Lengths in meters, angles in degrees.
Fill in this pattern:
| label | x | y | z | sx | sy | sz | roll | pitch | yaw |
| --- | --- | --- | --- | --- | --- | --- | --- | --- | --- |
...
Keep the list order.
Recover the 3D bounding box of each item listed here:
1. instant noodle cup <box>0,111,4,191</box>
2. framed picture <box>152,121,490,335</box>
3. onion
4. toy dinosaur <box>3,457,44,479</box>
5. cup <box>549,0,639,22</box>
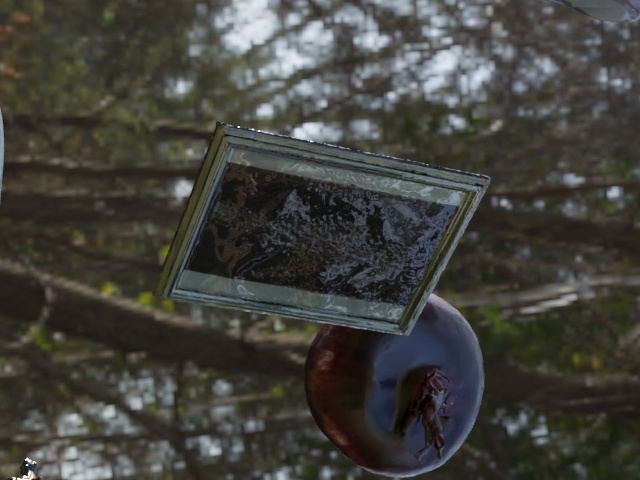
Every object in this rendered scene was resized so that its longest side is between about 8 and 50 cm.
| label | x | y | z | sx | sy | sz | roll | pitch | yaw |
| --- | --- | --- | --- | --- | --- | --- | --- | --- | --- |
| instant noodle cup | -0.530 | -0.071 | 1.564 | 0.294 | 0.307 | 0.294 | 1 | 90 | -79 |
| framed picture | 0.000 | 0.000 | 1.499 | 0.018 | 0.293 | 0.231 | -102 | -151 | -48 |
| onion | 0.119 | 0.198 | 2.019 | 0.285 | 0.273 | 0.273 | -165 | -109 | -64 |
| toy dinosaur | -0.258 | 0.221 | 1.222 | 0.154 | 0.055 | 0.049 | -72 | 160 | -72 |
| cup | 0.298 | -0.364 | 1.544 | 0.226 | 0.182 | 0.264 | -1 | -104 | 41 |
